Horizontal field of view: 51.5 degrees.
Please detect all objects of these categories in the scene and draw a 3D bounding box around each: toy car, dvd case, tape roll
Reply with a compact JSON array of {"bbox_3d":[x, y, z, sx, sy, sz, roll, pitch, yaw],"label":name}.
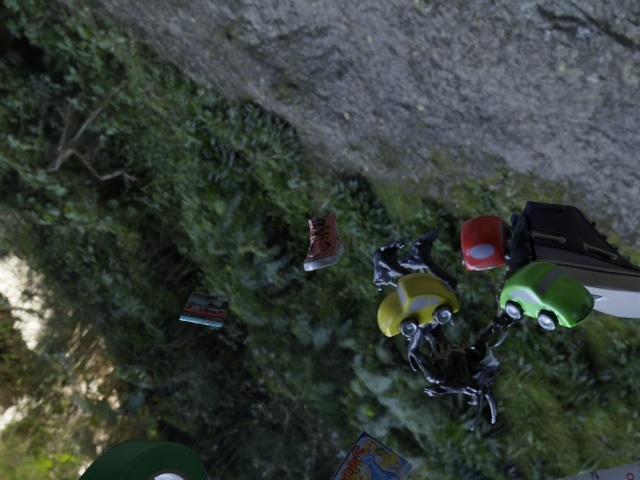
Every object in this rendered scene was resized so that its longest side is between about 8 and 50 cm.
[{"bbox_3d":[0.201,0.041,0.759,0.225,0.239,0.053,14,134,51],"label":"toy car"},{"bbox_3d":[-0.240,0.144,1.397,0.087,0.013,0.119,10,-160,-3],"label":"dvd case"},{"bbox_3d":[-0.297,0.491,1.079,0.077,0.321,0.321,1,170,25],"label":"tape roll"}]

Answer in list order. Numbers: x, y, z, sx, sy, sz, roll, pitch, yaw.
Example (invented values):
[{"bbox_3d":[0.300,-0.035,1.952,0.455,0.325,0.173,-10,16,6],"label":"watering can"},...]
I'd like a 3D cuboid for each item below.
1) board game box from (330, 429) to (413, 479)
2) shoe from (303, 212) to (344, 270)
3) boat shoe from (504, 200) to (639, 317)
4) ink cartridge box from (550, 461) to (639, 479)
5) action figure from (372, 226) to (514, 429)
[{"bbox_3d":[0.095,0.546,1.476,0.136,0.201,0.035,33,167,9],"label":"board game box"},{"bbox_3d":[0.000,0.000,1.187,0.178,0.064,0.081,-40,-64,-76],"label":"shoe"},{"bbox_3d":[0.478,0.029,1.133,0.341,0.158,0.127,12,155,-14],"label":"boat shoe"},{"bbox_3d":[0.539,0.527,1.258,0.092,0.218,0.158,37,-140,-38],"label":"ink cartridge box"},{"bbox_3d":[0.179,0.109,0.911,0.164,0.141,0.275,-7,-124,-36],"label":"action figure"}]
